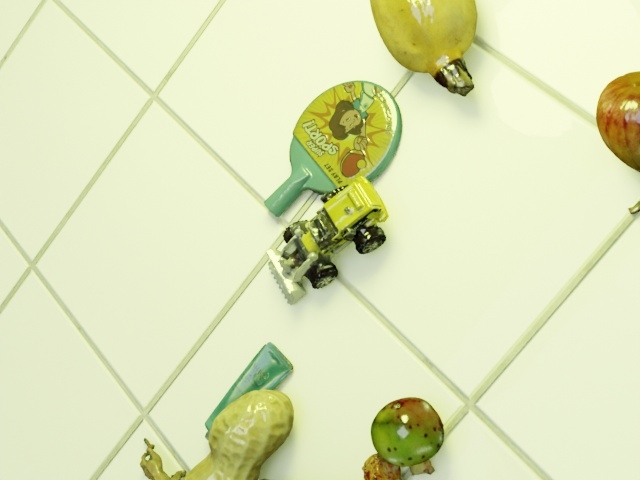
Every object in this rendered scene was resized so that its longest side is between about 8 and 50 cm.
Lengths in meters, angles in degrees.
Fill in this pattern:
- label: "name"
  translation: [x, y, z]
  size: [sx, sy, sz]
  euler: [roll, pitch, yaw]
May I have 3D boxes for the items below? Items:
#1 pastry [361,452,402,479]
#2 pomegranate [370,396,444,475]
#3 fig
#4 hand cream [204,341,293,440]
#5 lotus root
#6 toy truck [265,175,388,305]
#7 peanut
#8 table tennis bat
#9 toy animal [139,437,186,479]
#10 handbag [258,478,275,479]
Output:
- label: "pastry"
  translation: [0.110, 0.446, 1.450]
  size: [0.063, 0.087, 0.169]
  euler: [-34, 50, 38]
- label: "pomegranate"
  translation: [0.149, 0.325, 1.442]
  size: [0.130, 0.130, 0.130]
  euler: [-7, 76, 28]
- label: "fig"
  translation: [0.517, -0.170, 1.327]
  size: [0.148, 0.149, 0.202]
  euler: [-33, 90, -12]
- label: "hand cream"
  translation: [-0.146, 0.302, 1.652]
  size: [0.224, 0.048, 0.083]
  euler: [-50, 58, 5]
- label: "lotus root"
  translation: [0.195, -0.395, 1.545]
  size: [0.183, 0.183, 0.310]
  euler: [-23, 75, 23]
- label: "toy truck"
  translation: [0.000, 0.000, 1.591]
  size: [0.286, 0.111, 0.136]
  euler: [-40, 64, 22]
- label: "peanut"
  translation: [-0.162, 0.399, 1.581]
  size: [0.298, 0.136, 0.120]
  euler: [-58, 15, 7]
- label: "table tennis bat"
  translation: [0.016, -0.170, 1.664]
  size: [0.329, 0.044, 0.215]
  euler: [-43, 65, 13]
- label: "toy animal"
  translation: [-0.311, 0.470, 1.692]
  size: [0.069, 0.086, 0.220]
  euler: [-49, 43, 8]
- label: "handbag"
  translation: [-0.019, 0.521, 1.483]
  size: [0.235, 0.127, 0.213]
  euler: [-9, 78, 39]
